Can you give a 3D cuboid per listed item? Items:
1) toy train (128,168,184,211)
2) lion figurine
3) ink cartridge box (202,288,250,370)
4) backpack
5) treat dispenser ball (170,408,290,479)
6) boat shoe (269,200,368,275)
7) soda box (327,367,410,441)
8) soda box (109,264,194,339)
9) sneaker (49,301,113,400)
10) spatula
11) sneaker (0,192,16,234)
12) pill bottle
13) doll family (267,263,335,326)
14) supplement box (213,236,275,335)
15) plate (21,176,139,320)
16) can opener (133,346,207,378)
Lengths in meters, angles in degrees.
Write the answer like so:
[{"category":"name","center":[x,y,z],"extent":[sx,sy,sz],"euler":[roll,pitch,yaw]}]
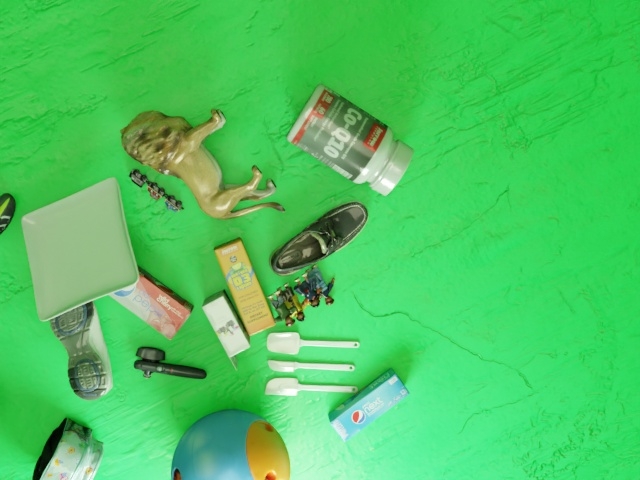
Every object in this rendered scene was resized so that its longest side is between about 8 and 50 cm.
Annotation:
[{"category":"toy train","center":[-0.405,-0.119,1.903],"extent":[0.158,0.027,0.036],"euler":[37,95,-7]},{"category":"lion figurine","center":[-0.284,-0.166,1.857],"extent":[0.240,0.142,0.392],"euler":[-35,102,6]},{"category":"ink cartridge box","center":[-0.224,0.220,1.914],"extent":[0.061,0.104,0.181],"euler":[-27,98,-2]},{"category":"backpack","center":[-0.614,0.544,1.867],"extent":[0.144,0.188,0.166],"euler":[31,91,-7]},{"category":"treat dispenser ball","center":[-0.214,0.552,1.855],"extent":[0.288,0.288,0.288],"euler":[-1,96,-5]},{"category":"boat shoe","center":[0.000,0.000,1.920],"extent":[0.285,0.092,0.103],"euler":[-30,97,-2]},{"category":"soda box","center":[0.122,0.421,1.983],"extent":[0.210,0.071,0.067],"euler":[-36,97,-1]},{"category":"soda box","center":[-0.444,0.127,1.896],"extent":[0.263,0.083,0.092],"euler":[37,91,-7]},{"category":"sneaker","center":[-0.579,0.246,1.885],"extent":[0.111,0.129,0.297],"euler":[-14,78,-2]},{"category":"spatula","center":[-0.019,0.320,1.987],"extent":[0.242,0.019,0.168],"euler":[3,94,-5]},{"category":"sneaker","center":[-0.861,-0.023,1.832],"extent":[0.300,0.111,0.121],"euler":[-38,94,-3]},{"category":"pill bottle","center":[0.074,-0.240,1.869],"extent":[0.283,0.161,0.161],"euler":[31,92,-7]},{"category":"doll family","center":[-0.041,0.145,1.935],"extent":[0.193,0.076,0.111],"euler":[-32,96,-9]},{"category":"supplement box","center":[-0.189,0.113,1.921],"extent":[0.078,0.080,0.233],"euler":[-23,96,-4]},{"category":"plate","center":[-0.565,0.022,1.830],"extent":[0.278,0.045,0.277],"euler":[-22,71,13]},{"category":"can opener","center":[-0.376,0.320,1.933],"extent":[0.186,0.059,0.073],"euler":[15,93,-6]}]
